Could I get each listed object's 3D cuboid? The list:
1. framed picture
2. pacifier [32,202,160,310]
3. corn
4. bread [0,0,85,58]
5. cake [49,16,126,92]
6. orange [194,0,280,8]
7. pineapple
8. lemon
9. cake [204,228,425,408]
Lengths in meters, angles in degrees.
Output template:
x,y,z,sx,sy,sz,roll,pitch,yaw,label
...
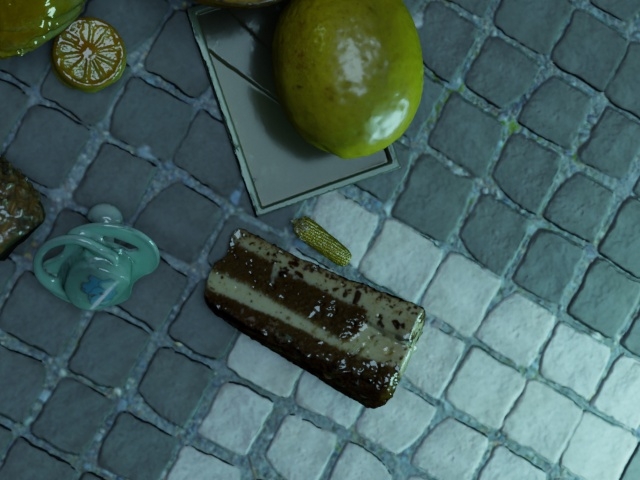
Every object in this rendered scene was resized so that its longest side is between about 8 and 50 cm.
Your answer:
x,y,z,sx,sy,sz,roll,pitch,yaw,label
-0.029,-0.171,1.524,0.184,0.016,0.250,-21,96,-11,framed picture
-0.244,0.007,1.443,0.126,0.150,0.117,15,51,-23,pacifier
0.000,0.000,1.530,0.083,0.028,0.027,37,105,-12,corn
-0.319,-0.301,1.366,0.139,0.240,0.240,-5,94,-51,bread
-0.252,-0.202,1.457,0.084,0.044,0.084,0,91,-13,cake
-0.093,-0.389,1.383,0.274,0.274,0.310,-12,54,-12,orange
-0.378,-0.071,1.409,0.108,0.108,0.198,-39,93,-8,pineapple
0.028,-0.192,1.440,0.170,0.170,0.207,-8,95,-12,lemon
-0.005,0.096,1.528,0.246,0.135,0.112,23,74,16,cake
